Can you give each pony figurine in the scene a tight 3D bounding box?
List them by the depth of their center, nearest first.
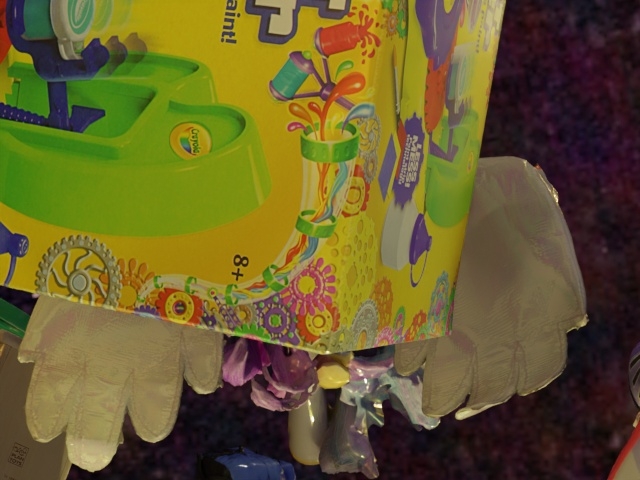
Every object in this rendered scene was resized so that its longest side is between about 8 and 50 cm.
[{"bbox_3d":[0.000,0.000,0.819,0.363,0.302,0.351,75,13,-55],"label":"pony figurine"}]

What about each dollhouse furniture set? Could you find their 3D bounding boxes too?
[{"bbox_3d":[-0.418,0.176,1.279,0.286,0.303,0.198,37,64,-43],"label":"dollhouse furniture set"}]

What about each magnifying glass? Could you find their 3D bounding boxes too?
[{"bbox_3d":[-0.387,0.052,1.416,0.231,0.092,0.026,42,69,-35],"label":"magnifying glass"}]

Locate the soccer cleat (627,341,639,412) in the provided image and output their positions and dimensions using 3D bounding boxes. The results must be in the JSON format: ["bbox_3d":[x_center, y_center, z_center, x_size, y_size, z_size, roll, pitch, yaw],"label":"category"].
[{"bbox_3d":[0.326,0.118,1.126,0.318,0.108,0.116,-82,153,-75],"label":"soccer cleat"}]

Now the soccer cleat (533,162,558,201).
[{"bbox_3d":[0.225,-0.046,1.334,0.083,0.029,0.036,50,22,-57],"label":"soccer cleat"}]

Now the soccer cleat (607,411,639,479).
[{"bbox_3d":[0.222,0.129,0.779,0.248,0.095,0.083,-54,154,-14],"label":"soccer cleat"}]

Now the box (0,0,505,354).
[{"bbox_3d":[-0.068,-0.120,0.592,0.177,0.279,0.290,4,95,-70],"label":"box"}]

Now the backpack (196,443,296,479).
[{"bbox_3d":[-0.073,0.262,1.367,0.101,0.120,0.098,-9,90,-19],"label":"backpack"}]
